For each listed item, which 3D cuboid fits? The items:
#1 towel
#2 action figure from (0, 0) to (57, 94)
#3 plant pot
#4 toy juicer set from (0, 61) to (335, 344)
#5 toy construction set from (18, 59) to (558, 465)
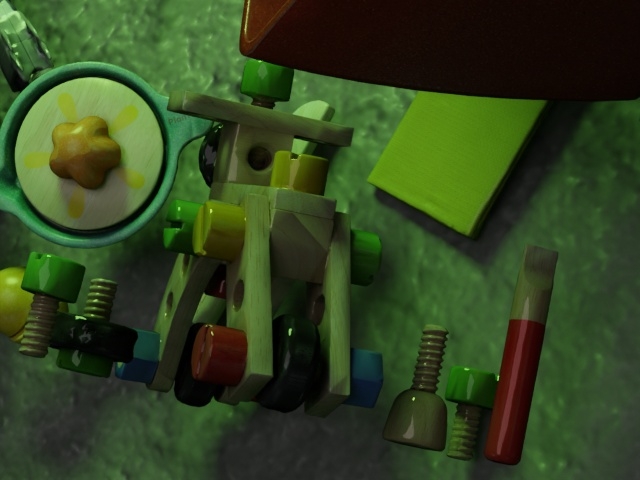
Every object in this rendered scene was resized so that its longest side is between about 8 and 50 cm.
[{"bbox_3d":[0.128,-0.122,1.313,0.102,0.021,0.237,31,92,36],"label":"towel"},{"bbox_3d":[-0.290,-0.215,1.504,0.185,0.099,0.285,-26,72,-1],"label":"action figure"},{"bbox_3d":[0.131,-0.226,1.045,0.267,0.236,0.267,-42,34,49],"label":"plant pot"},{"bbox_3d":[-0.170,-0.024,1.357,0.329,0.089,0.209,9,86,10],"label":"toy juicer set"},{"bbox_3d":[0.000,0.000,1.226,0.309,0.257,0.237,12,82,7],"label":"toy construction set"}]
